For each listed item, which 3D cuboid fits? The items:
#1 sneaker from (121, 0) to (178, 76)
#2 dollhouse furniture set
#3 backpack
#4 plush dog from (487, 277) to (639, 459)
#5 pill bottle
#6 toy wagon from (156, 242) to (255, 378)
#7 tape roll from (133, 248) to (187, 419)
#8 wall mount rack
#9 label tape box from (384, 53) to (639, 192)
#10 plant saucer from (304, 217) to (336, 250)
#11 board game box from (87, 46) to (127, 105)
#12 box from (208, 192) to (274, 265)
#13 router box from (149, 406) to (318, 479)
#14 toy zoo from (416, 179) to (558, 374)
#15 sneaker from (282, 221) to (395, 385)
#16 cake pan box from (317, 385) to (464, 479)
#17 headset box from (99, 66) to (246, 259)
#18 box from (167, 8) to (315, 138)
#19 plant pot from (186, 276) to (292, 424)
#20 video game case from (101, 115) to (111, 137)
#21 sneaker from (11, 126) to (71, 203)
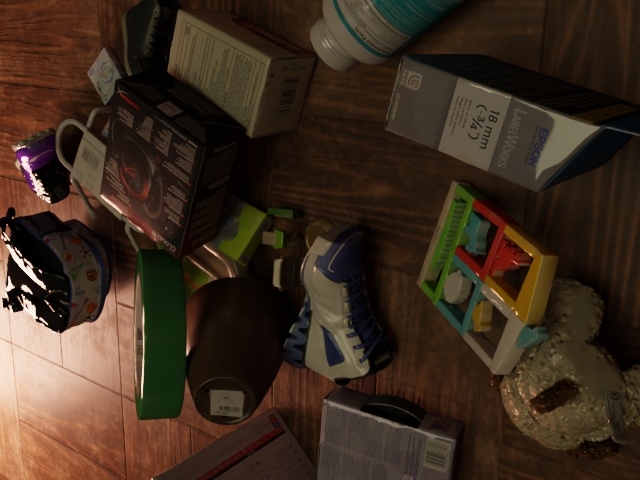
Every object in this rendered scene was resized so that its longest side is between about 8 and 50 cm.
[{"bbox_3d":[-0.323,-0.385,1.453,0.118,0.083,0.222,-31,70,38],"label":"sneaker"},{"bbox_3d":[-0.073,0.015,1.390,0.058,0.076,0.152,7,96,34],"label":"dollhouse furniture set"},{"bbox_3d":[-0.610,0.083,1.745,0.263,0.213,0.277,36,128,35],"label":"backpack"},{"bbox_3d":[0.346,0.222,1.063,0.262,0.210,0.225,48,153,21],"label":"plush dog"},{"bbox_3d":[0.103,-0.361,1.102,0.264,0.146,0.146,-31,82,39],"label":"pill bottle"},{"bbox_3d":[-0.256,0.141,1.572,0.267,0.068,0.344,35,121,27],"label":"toy wagon"},{"bbox_3d":[-0.311,0.177,1.419,0.321,0.077,0.321,-179,90,-73],"label":"tape roll"},{"bbox_3d":[-0.439,-0.107,1.618,0.350,0.130,0.304,40,119,24],"label":"wall mount rack"},{"bbox_3d":[0.287,-0.144,0.953,0.333,0.240,0.106,28,117,30],"label":"label tape box"},{"bbox_3d":[0.000,0.000,1.365,0.083,0.015,0.083,11,108,36],"label":"plant saucer"},{"bbox_3d":[-0.467,-0.360,1.632,0.090,0.020,0.090,-39,78,38],"label":"board game box"},{"bbox_3d":[-0.189,-0.037,1.455,0.178,0.042,0.109,28,82,30],"label":"box"},{"bbox_3d":[-0.130,0.515,1.398,0.082,0.335,0.301,-46,73,36],"label":"router box"},{"bbox_3d":[0.243,0.057,1.080,0.293,0.030,0.192,-126,46,-56],"label":"toy zoo"},{"bbox_3d":[0.055,0.134,1.300,0.182,0.127,0.316,30,126,25],"label":"sneaker"},{"bbox_3d":[0.116,0.407,1.322,0.245,0.070,0.267,11,110,21],"label":"cake pan box"},{"bbox_3d":[-0.277,-0.126,1.344,0.218,0.110,0.293,37,132,18],"label":"headset box"},{"bbox_3d":[-0.146,-0.302,1.326,0.232,0.127,0.149,34,123,27],"label":"box"},{"bbox_3d":[-0.161,0.218,1.358,0.215,0.230,0.215,0,120,0],"label":"plant pot"},{"bbox_3d":[-0.362,-0.268,1.512,0.119,0.015,0.166,23,81,24],"label":"video game case"},{"bbox_3d":[-0.632,-0.162,1.728,0.146,0.102,0.293,61,160,-4],"label":"sneaker"}]
